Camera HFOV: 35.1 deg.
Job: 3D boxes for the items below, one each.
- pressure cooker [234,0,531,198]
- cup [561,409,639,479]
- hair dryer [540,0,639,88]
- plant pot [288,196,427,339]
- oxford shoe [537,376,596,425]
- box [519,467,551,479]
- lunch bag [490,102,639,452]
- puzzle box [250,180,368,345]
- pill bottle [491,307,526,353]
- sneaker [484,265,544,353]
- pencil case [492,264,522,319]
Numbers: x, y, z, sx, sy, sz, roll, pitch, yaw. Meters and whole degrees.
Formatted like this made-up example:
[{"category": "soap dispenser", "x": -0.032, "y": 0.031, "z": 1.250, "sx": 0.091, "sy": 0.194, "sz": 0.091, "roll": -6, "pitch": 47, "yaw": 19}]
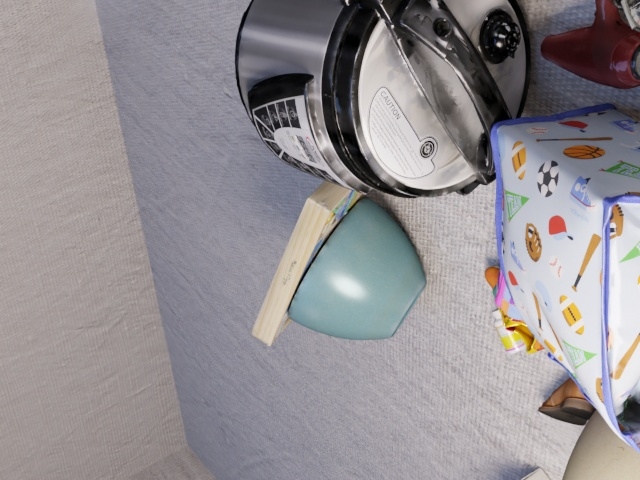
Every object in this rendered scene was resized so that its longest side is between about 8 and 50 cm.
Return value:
[{"category": "pressure cooker", "x": 0.108, "y": -0.262, "z": 1.534, "sx": 0.420, "sy": 0.369, "sz": 0.376, "roll": 26, "pitch": 111, "yaw": 51}, {"category": "cup", "x": 0.499, "y": 0.388, "z": 1.525, "sx": 0.331, "sy": 0.237, "sz": 0.331, "roll": 38, "pitch": 142, "yaw": 38}, {"category": "hair dryer", "x": 0.389, "y": -0.311, "z": 1.331, "sx": 0.293, "sy": 0.080, "sz": 0.224, "roll": -48, "pitch": 54, "yaw": 57}, {"category": "plant pot", "x": 0.096, "y": 0.086, "z": 2.018, "sx": 0.195, "sy": 0.290, "sz": 0.290, "roll": 33, "pitch": 147, "yaw": 9}, {"category": "oxford shoe", "x": 0.439, "y": 0.276, "z": 1.760, "sx": 0.076, "sy": 0.076, "sz": 0.212, "roll": 20, "pitch": 162, "yaw": -2}, {"category": "box", "x": 0.403, "y": 0.583, "z": 2.022, "sx": 0.149, "sy": 0.126, "sz": 0.232, "roll": 53, "pitch": 152, "yaw": 22}, {"category": "lunch bag", "x": 0.392, "y": 0.048, "z": 1.361, "sx": 0.328, "sy": 0.238, "sz": 0.386, "roll": -122, "pitch": 25, "yaw": -64}, {"category": "puzzle box", "x": 0.000, "y": 0.000, "z": 2.003, "sx": 0.052, "sy": 0.272, "sz": 0.409, "roll": 33, "pitch": 135, "yaw": 8}, {"category": "pill bottle", "x": 0.344, "y": 0.162, "z": 1.844, "sx": 0.083, "sy": 0.043, "sz": 0.043, "roll": 65, "pitch": 154, "yaw": 0}, {"category": "sneaker", "x": 0.342, "y": 0.118, "z": 1.783, "sx": 0.175, "sy": 0.067, "sz": 0.064, "roll": 55, "pitch": 155, "yaw": 21}, {"category": "pencil case", "x": 0.341, "y": 0.025, "z": 1.664, "sx": 0.104, "sy": 0.104, "sz": 0.236, "roll": 43, "pitch": 148, "yaw": 37}]
